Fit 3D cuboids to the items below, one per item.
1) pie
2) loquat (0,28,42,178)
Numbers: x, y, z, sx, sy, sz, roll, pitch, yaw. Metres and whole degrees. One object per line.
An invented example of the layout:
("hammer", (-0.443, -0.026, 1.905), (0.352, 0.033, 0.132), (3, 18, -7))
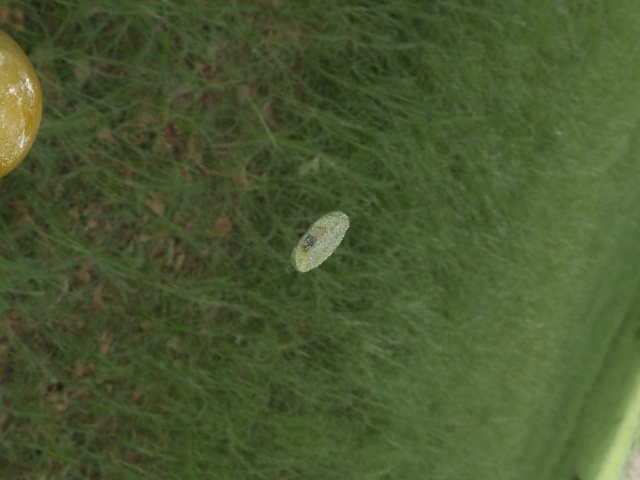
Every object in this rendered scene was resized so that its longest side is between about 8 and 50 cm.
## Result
("pie", (0.000, 0.000, 0.941), (0.085, 0.017, 0.085), (-38, 155, -22))
("loquat", (-0.299, -0.109, 0.664), (0.163, 0.137, 0.163), (-32, 161, -13))
